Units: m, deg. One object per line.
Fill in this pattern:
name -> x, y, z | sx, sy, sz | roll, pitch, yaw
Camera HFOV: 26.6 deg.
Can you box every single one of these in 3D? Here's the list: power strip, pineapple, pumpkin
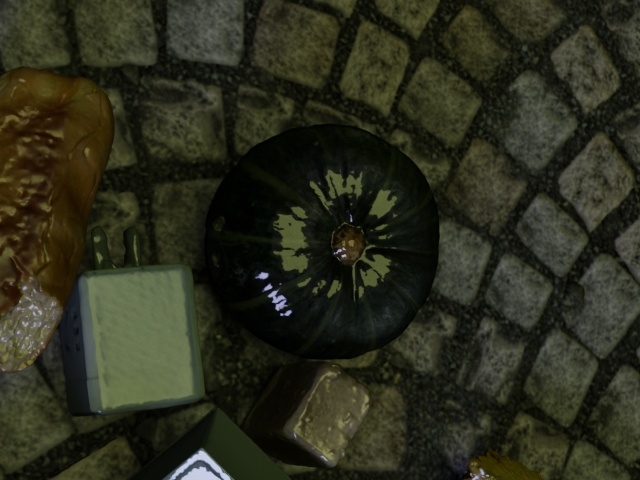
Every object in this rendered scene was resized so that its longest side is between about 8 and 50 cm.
power strip -> -0.229, 0.089, 1.603 | 0.139, 0.140, 0.224 | -5, 85, -22
pineapple -> 0.260, 0.393, 1.804 | 0.249, 0.140, 0.164 | 35, 111, 1
pumpkin -> 0.000, 0.000, 1.683 | 0.300, 0.207, 0.300 | -3, 99, -21

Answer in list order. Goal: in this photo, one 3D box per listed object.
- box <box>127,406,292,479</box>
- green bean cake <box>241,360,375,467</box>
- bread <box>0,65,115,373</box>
box -> -0.127, 0.350, 1.564 | 0.225, 0.117, 0.225 | -40, 101, 18
green bean cake -> -0.017, 0.212, 1.654 | 0.085, 0.179, 0.109 | 36, 70, -14
bread -> -0.337, -0.022, 1.534 | 0.148, 0.195, 0.344 | 17, 71, -20
